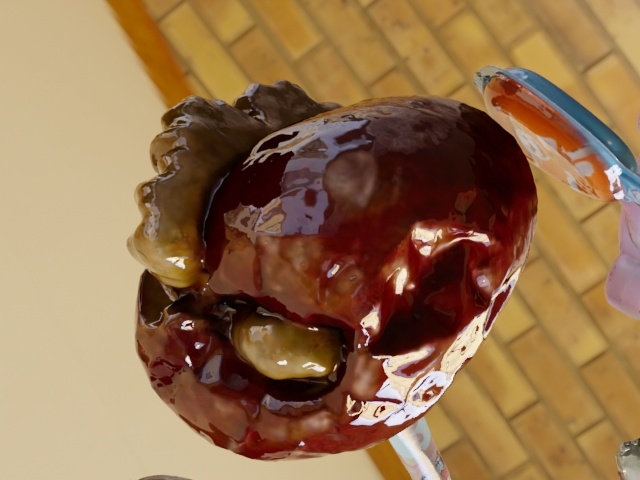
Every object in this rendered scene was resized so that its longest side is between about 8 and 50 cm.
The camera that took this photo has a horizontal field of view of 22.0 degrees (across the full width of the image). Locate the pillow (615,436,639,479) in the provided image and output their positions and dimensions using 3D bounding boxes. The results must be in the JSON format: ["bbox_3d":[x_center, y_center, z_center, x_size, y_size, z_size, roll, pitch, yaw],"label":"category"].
[{"bbox_3d":[0.332,0.209,1.479,0.229,0.051,0.128,-22,-85,-54],"label":"pillow"}]

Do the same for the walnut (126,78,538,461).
[{"bbox_3d":[0.000,0.000,1.049,0.244,0.221,0.269,36,-146,7],"label":"walnut"}]

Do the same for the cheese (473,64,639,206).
[{"bbox_3d":[0.186,-0.044,1.060,0.256,0.037,0.106,40,173,34],"label":"cheese"}]

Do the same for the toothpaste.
[{"bbox_3d":[0.084,0.182,1.565,0.036,0.056,0.205,28,154,43],"label":"toothpaste"}]

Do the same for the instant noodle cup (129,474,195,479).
[{"bbox_3d":[-0.158,0.396,1.779,0.217,0.217,0.207,45,-129,-24],"label":"instant noodle cup"}]

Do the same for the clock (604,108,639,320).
[{"bbox_3d":[0.367,-0.049,1.574,0.090,0.247,0.228,30,-155,33],"label":"clock"}]
